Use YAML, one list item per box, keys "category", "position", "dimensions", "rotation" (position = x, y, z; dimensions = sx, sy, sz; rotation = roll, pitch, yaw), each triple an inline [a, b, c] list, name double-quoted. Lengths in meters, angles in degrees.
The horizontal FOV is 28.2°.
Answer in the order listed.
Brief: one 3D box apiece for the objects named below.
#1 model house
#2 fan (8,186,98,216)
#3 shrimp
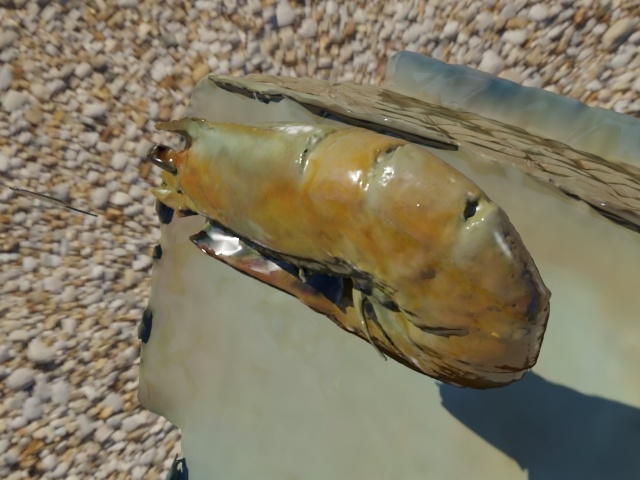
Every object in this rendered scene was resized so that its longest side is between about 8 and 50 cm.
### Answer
- category: "model house"
  position: [0.140, 0.130, 0.837]
  dimensions: [0.395, 0.400, 0.445]
  rotation: [19, 107, 29]
- category: "fan"
  position: [-0.241, -0.035, 1.157]
  dimensions: [0.083, 0.056, 0.004]
  rotation: [19, 84, -23]
- category: "shrimp"
  position: [-0.001, 0.001, 0.497]
  dimensions: [0.051, 0.217, 0.115]
  rotation: [-35, 126, -32]
